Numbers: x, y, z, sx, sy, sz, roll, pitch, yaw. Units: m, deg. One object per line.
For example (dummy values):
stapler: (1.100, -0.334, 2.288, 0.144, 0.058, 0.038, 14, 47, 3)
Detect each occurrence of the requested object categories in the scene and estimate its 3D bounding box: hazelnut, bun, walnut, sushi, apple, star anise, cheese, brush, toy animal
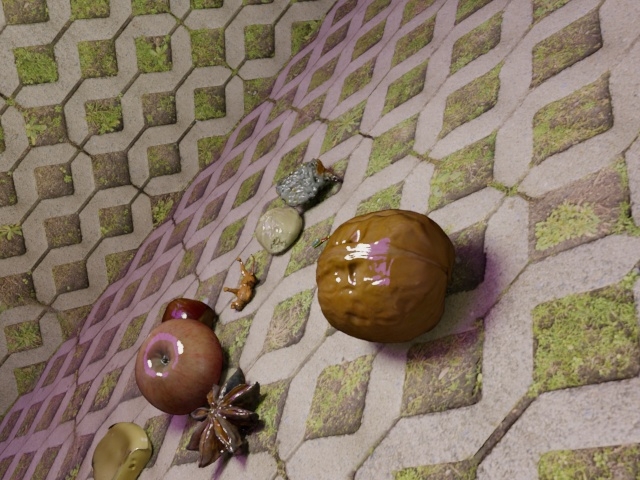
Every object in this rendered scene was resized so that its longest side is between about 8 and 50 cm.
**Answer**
hazelnut: (-0.559, 0.349, 2.149, 0.229, 0.229, 0.229, -34, 35, 28)
bun: (-0.177, -0.056, 2.138, 0.220, 0.134, 0.220, -34, 31, 24)
walnut: (0.161, 0.088, 1.368, 0.398, 0.308, 0.354, -16, 45, 42)
sushi: (-0.063, -0.242, 2.145, 0.274, 0.139, 0.184, -32, 13, 24)
apple: (-0.521, 0.452, 1.896, 0.345, 0.269, 0.344, -19, 55, 30)
star anise: (-0.307, 0.571, 1.679, 0.332, 0.117, 0.331, -27, 35, 21)
cheese: (-0.788, 0.837, 2.037, 0.316, 0.128, 0.259, 14, 61, 51)
brush: (0.000, 0.000, 1.955, 0.083, 0.021, 0.018, -34, 33, 27)
toy animal: (-0.298, 0.158, 2.135, 0.114, 0.116, 0.255, -3, 47, 24)
